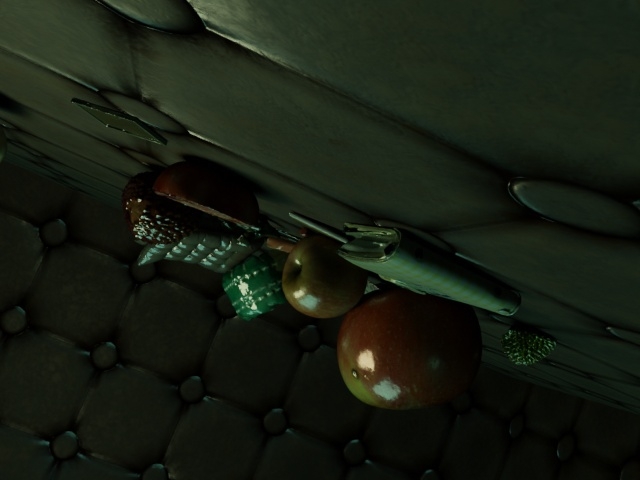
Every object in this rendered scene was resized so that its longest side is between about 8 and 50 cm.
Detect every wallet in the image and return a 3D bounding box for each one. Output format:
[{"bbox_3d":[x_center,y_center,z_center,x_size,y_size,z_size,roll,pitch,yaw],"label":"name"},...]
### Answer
[{"bbox_3d":[0.201,0.060,1.338,0.309,0.077,0.223,25,169,-28],"label":"wallet"}]

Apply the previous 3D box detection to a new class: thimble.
[{"bbox_3d":[-0.163,0.127,2.119,0.167,0.254,0.288,64,166,3],"label":"thimble"}]

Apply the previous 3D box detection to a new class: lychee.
[{"bbox_3d":[-0.375,-0.079,1.662,0.188,0.188,0.188,22,173,3],"label":"lychee"}]

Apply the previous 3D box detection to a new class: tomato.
[{"bbox_3d":[-0.217,-0.095,1.392,0.224,0.085,0.225,19,174,2],"label":"tomato"}]

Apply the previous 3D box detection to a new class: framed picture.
[{"bbox_3d":[-0.363,-0.214,1.259,0.149,0.011,0.109,19,172,22],"label":"framed picture"}]

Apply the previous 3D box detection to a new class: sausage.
[{"bbox_3d":[-0.087,0.016,1.890,0.157,0.042,0.036,14,131,39],"label":"sausage"}]

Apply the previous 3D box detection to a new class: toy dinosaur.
[{"bbox_3d":[-0.176,-0.062,1.760,0.187,0.087,0.179,39,-155,-5],"label":"toy dinosaur"}]

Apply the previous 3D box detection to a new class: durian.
[{"bbox_3d":[0.537,0.281,1.816,0.137,0.096,0.220,21,179,19],"label":"durian"}]

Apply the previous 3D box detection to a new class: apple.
[{"bbox_3d":[0.206,0.240,1.615,0.348,0.277,0.348,-6,177,0],"label":"apple"},{"bbox_3d":[0.013,0.081,1.560,0.173,0.188,0.188,15,176,-25],"label":"apple"}]

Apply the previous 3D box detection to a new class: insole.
[{"bbox_3d":[-0.134,-0.026,1.916,0.309,0.012,0.110,21,171,13],"label":"insole"}]

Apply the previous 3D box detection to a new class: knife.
[{"bbox_3d":[0.049,-0.004,1.490,0.256,0.022,0.046,27,179,-1],"label":"knife"}]

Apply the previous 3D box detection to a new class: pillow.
[{"bbox_3d":[-0.357,0.009,2.046,0.326,0.101,0.228,8,154,-32],"label":"pillow"}]

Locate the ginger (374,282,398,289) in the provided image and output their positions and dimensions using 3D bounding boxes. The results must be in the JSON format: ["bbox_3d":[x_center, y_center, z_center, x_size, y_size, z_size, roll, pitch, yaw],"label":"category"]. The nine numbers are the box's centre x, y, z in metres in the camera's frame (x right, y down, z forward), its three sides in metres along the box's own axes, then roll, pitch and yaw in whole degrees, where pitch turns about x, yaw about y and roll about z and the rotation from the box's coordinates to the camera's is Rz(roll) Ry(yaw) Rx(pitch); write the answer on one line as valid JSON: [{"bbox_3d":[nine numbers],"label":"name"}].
[{"bbox_3d":[0.212,0.161,1.992,0.137,0.074,0.213,18,177,-1],"label":"ginger"}]

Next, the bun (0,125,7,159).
[{"bbox_3d":[-0.883,-0.280,1.576,0.360,0.213,0.361,6,174,1],"label":"bun"}]

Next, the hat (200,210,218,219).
[{"bbox_3d":[-0.376,-0.061,2.104,0.162,0.093,0.112,3,125,47],"label":"hat"}]

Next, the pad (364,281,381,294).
[{"bbox_3d":[0.138,0.146,1.963,0.299,0.005,0.202,33,166,25],"label":"pad"}]

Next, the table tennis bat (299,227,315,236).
[{"bbox_3d":[0.000,0.000,1.695,0.098,0.019,0.154,17,174,37],"label":"table tennis bat"}]
